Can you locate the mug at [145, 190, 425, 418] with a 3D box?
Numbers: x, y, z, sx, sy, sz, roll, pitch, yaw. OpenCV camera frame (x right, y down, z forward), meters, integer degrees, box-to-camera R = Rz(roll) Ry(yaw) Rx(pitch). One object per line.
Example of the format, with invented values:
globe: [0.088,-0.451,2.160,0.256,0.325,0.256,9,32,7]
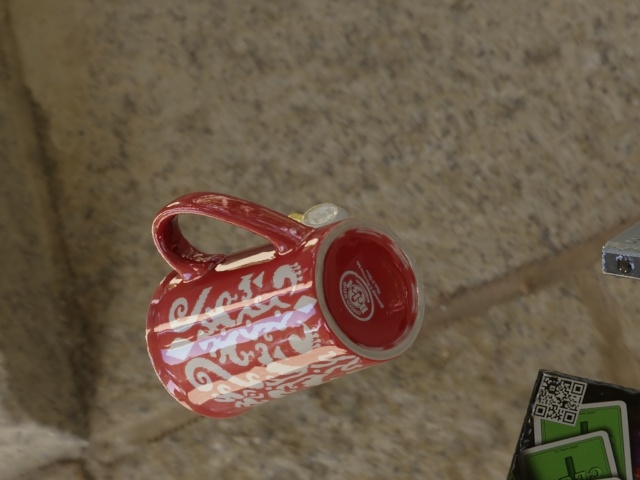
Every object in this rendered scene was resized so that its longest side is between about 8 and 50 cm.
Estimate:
mug: [-0.034,0.041,1.036,0.169,0.150,0.113,-19,47,48]

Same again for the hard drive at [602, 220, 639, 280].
hard drive: [0.244,0.009,0.919,0.135,0.094,0.022,10,111,34]

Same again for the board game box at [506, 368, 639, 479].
board game box: [0.164,0.126,0.424,0.260,0.030,0.136,11,74,25]

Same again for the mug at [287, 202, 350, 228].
mug: [0.001,0.002,1.455,0.078,0.064,0.062,-5,38,19]
